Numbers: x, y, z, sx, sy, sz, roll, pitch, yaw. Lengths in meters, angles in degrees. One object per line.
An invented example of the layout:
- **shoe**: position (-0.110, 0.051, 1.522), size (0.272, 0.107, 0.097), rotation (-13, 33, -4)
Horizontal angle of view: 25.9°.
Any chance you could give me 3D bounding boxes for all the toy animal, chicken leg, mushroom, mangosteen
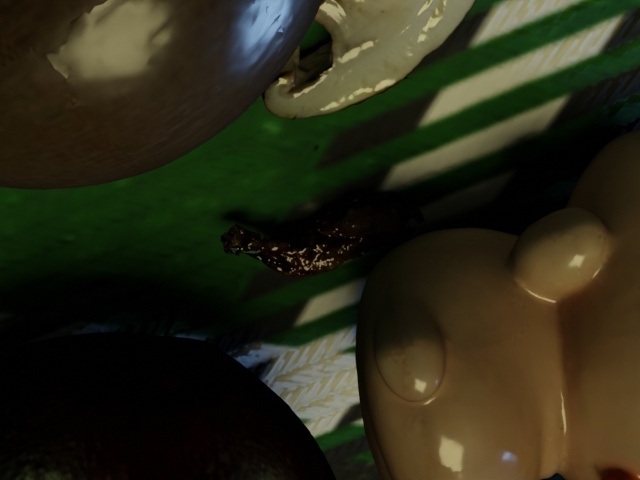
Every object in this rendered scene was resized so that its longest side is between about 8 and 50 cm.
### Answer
- **toy animal**: position (0.114, 0.049, 0.559), size (0.197, 0.171, 0.171), rotation (-5, 139, -2)
- **chicken leg**: position (0.001, 0.001, 0.566), size (0.083, 0.021, 0.036), rotation (-12, 147, -8)
- **mushroom**: position (0.020, -0.077, 0.485), size (0.101, 0.019, 0.049), rotation (-35, 137, 19)
- **mangosteen**: position (-0.087, 0.145, 0.561), size (0.216, 0.216, 0.216), rotation (-8, 139, -7)

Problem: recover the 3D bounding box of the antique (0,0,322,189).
- **antique**: position (-0.110, -0.055, 0.381), size (0.256, 0.143, 0.121), rotation (-25, 140, 15)
